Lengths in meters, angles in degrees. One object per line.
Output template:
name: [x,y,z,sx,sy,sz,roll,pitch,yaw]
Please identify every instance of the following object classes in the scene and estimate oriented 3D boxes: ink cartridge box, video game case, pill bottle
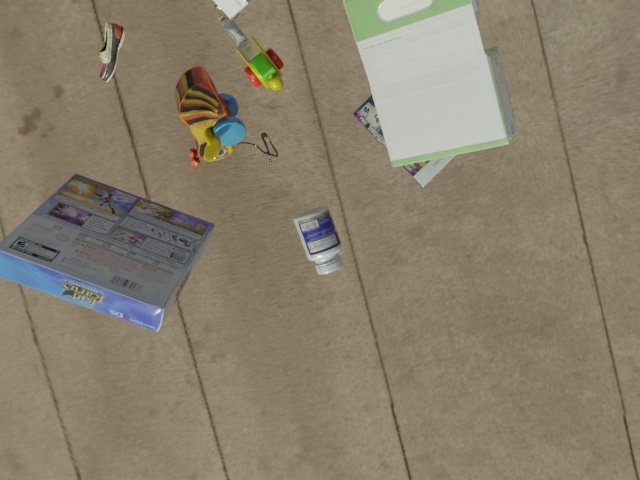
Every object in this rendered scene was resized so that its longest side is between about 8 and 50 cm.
ink cartridge box: [0.143,-0.224,0.813,0.171,0.056,0.234,-7,108,36]
video game case: [0.225,-0.272,1.390,0.210,0.042,0.232,-43,87,10]
pill bottle: [0.000,0.000,1.856,0.112,0.112,0.186,-16,100,20]
video game case: [-0.344,0.012,1.038,0.270,0.244,0.061,20,126,-1]
ink cartridge box: [-0.233,-0.706,1.672,0.082,0.190,0.139,-25,121,39]

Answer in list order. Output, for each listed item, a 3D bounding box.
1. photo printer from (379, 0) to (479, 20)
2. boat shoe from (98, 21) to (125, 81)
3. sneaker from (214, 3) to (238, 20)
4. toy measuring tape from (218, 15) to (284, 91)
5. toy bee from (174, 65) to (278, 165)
photo printer: [0.190,-0.596,1.404,0.256,0.307,0.107,-13,54,25]
boat shoe: [-0.489,-0.434,1.441,0.049,0.043,0.137,46,119,44]
sneaker: [-0.259,-0.721,1.777,0.066,0.071,0.188,-15,66,38]
toy measuring tape: [-0.201,-0.557,1.885,0.121,0.121,0.330,-46,63,20]
toy bee: [-0.231,-0.224,1.336,0.162,0.195,0.298,-29,125,12]
